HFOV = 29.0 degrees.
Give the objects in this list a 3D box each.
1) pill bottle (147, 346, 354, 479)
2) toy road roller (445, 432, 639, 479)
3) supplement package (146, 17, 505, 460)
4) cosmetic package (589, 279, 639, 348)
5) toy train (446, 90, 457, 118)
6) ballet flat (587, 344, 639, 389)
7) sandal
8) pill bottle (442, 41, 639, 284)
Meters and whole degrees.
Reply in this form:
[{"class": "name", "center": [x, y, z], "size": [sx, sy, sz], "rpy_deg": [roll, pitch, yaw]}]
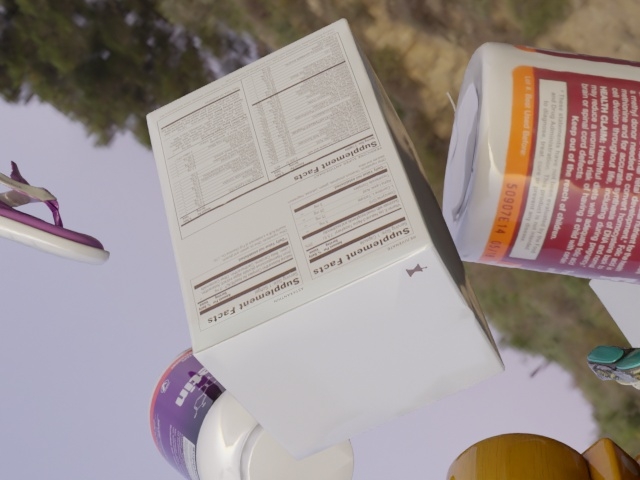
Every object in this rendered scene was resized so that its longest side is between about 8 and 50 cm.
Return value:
[{"class": "pill bottle", "center": [-0.081, 0.228, 1.459], "size": [0.181, 0.181, 0.323], "rpy_deg": [35, 171, -22]}, {"class": "toy road roller", "center": [0.263, 0.261, 1.144], "size": [0.240, 0.329, 0.202], "rpy_deg": [40, -159, -13]}, {"class": "supplement package", "center": [0.000, 0.000, 1.036], "size": [0.199, 0.198, 0.263], "rpy_deg": [55, -166, -49]}, {"class": "cosmetic package", "center": [0.577, 0.142, 1.698], "size": [0.217, 0.156, 0.385], "rpy_deg": [-20, -113, -27]}, {"class": "toy train", "center": [0.291, -0.138, 1.771], "size": [0.105, 0.143, 0.248], "rpy_deg": [91, 161, -59]}, {"class": "ballet flat", "center": [0.294, 0.121, 1.169], "size": [0.041, 0.041, 0.114], "rpy_deg": [38, 170, -10]}, {"class": "sandal", "center": [-0.472, -0.071, 1.750], "size": [0.416, 0.102, 0.169], "rpy_deg": [21, -178, 23]}, {"class": "pill bottle", "center": [0.335, -0.065, 1.250], "size": [0.392, 0.224, 0.224], "rpy_deg": [8, -165, -2]}]
